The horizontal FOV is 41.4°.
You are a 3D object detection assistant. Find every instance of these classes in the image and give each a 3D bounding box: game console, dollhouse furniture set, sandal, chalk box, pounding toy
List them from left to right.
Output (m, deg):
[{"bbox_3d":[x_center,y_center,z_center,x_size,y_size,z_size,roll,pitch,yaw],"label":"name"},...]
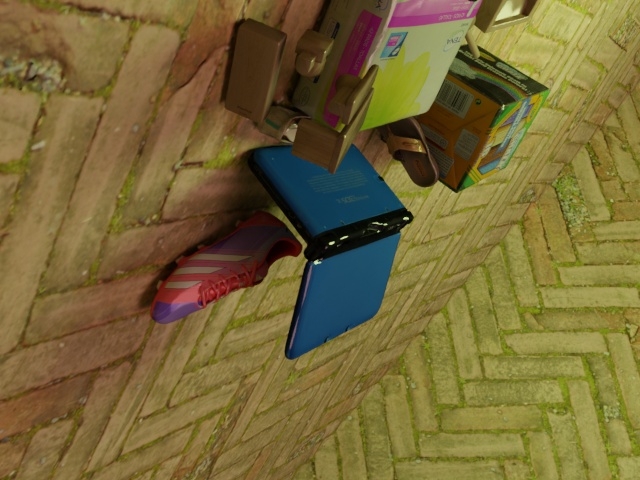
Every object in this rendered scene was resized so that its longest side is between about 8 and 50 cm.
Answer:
[{"bbox_3d":[-0.016,-0.195,1.022,0.123,0.151,0.144,-60,171,-47],"label":"dollhouse furniture set"},{"bbox_3d":[0.000,0.000,1.265,0.173,0.250,0.293,-44,167,28],"label":"game console"},{"bbox_3d":[0.141,-0.151,1.403,0.180,0.072,0.049,56,42,-28],"label":"sandal"},{"bbox_3d":[0.277,-0.232,1.536,0.289,0.180,0.179,-23,145,-52],"label":"chalk box"},{"bbox_3d":[0.264,-0.395,1.375,0.206,0.094,0.181,-24,151,-38],"label":"pounding toy"}]

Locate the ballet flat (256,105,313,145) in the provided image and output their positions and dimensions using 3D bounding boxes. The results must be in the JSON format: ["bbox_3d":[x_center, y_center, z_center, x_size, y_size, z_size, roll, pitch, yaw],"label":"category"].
[{"bbox_3d":[-0.032,-0.149,1.166,0.057,0.052,0.168,-60,160,17],"label":"ballet flat"}]

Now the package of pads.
[{"bbox_3d":[0.102,-0.272,1.188,0.296,0.101,0.229,-25,146,-52],"label":"package of pads"}]

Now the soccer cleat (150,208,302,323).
[{"bbox_3d":[-0.132,0.045,1.204,0.248,0.095,0.083,-40,156,-35],"label":"soccer cleat"}]
